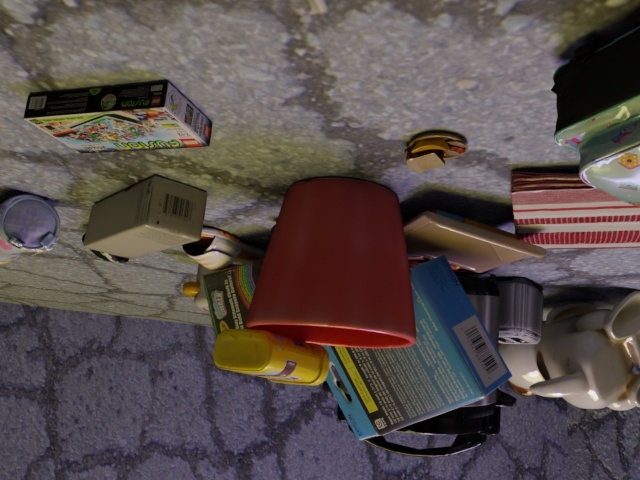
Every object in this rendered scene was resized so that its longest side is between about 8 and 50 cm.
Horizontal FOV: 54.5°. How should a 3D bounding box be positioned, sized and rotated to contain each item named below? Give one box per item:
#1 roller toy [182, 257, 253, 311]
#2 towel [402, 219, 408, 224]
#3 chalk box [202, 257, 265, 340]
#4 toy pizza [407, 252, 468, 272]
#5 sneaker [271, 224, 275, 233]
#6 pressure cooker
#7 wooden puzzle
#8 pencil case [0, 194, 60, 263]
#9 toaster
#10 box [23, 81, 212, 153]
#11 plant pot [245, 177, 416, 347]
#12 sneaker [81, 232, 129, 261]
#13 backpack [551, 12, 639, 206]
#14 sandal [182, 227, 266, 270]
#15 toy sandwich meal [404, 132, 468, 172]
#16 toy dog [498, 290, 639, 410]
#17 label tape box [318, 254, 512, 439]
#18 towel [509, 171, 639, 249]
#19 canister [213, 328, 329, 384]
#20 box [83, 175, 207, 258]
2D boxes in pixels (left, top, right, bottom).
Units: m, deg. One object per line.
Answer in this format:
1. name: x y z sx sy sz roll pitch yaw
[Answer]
1. roller toy: -0.228 0.125 1.607 0.191 0.146 0.209 -5 161 33
2. towel: 0.188 -0.013 1.208 0.152 0.023 0.113 13 161 -20
3. chalk box: -0.136 0.137 1.414 0.289 0.180 0.179 -15 176 38
4. toy pizza: 0.244 0.050 1.332 0.202 0.032 0.201 4 174 0
5. sneaker: 0.000 0.000 1.258 0.209 0.069 0.082 24 124 -29
6. pressure cooker: 0.232 0.285 1.441 0.376 0.420 0.370 7 175 -36
7. wooden puzzle: 0.242 0.001 1.104 0.221 0.044 0.239 17 167 -13
8. pencil case: -0.640 -0.017 1.288 0.273 0.113 0.124 -9 141 45
9. toaster: 0.483 0.180 1.566 0.129 0.146 0.227 -6 161 33
10. box: -0.258 -0.155 0.802 0.207 0.036 0.114 0 164 19
11. plant pot: 0.026 0.041 1.029 0.275 0.243 0.275 5 165 1
12. sneaker: -0.489 0.009 1.389 0.097 0.084 0.234 8 165 -7
13. backpack: 0.333 -0.110 0.569 0.189 0.144 0.166 10 159 -27
14. sandal: -0.217 0.034 1.401 0.102 0.076 0.265 -7 160 38
15. toy sandwich meal: 0.152 -0.115 0.819 0.086 0.029 0.085 5 165 1
16. toy dog: 0.658 0.328 1.668 0.396 0.284 0.408 -32 -173 -22
17. label tape box: 0.150 0.216 1.189 0.115 0.249 0.348 -19 166 -43
18. towel: 0.428 -0.043 0.982 0.237 0.037 0.329 -1 164 19
19. canister: -0.081 0.196 1.041 0.126 0.073 0.170 -3 161 32
20. box: -0.331 -0.036 1.154 0.113 0.094 0.275 19 160 -39
